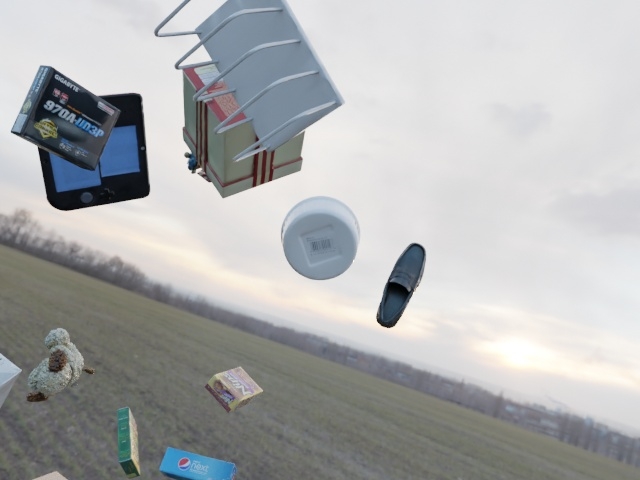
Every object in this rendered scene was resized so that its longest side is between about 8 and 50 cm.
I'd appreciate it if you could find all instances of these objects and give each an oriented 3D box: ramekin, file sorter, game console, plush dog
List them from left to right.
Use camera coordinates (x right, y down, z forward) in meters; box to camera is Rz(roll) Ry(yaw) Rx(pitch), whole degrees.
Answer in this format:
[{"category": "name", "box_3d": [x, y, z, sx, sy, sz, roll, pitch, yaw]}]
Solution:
[{"category": "plush dog", "box_3d": [-0.969, 0.490, 2.217, 0.210, 0.262, 0.225, 26, 10, -6]}, {"category": "game console", "box_3d": [-0.744, -0.290, 1.983, 0.341, 0.387, 0.060, -10, 35, -23]}, {"category": "file sorter", "box_3d": [-0.130, -0.305, 1.075, 0.192, 0.278, 0.173, -27, 8, 32]}, {"category": "ramekin", "box_3d": [0.000, 0.000, 2.016, 0.277, 0.277, 0.135, 18, 17, -5]}]

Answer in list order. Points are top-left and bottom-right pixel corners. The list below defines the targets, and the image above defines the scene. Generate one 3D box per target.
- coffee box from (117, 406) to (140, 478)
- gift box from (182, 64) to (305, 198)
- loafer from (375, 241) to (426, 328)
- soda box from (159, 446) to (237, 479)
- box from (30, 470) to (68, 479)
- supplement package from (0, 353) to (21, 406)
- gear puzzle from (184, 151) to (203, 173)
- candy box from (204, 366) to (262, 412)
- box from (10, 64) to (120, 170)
[{"category": "coffee box", "box_3d": [-0.594, 0.627, 1.861, 0.040, 0.184, 0.113, -12, -48, -10]}, {"category": "gift box", "box_3d": [-0.186, -0.286, 1.453, 0.255, 0.276, 0.258, -18, -33, -23]}, {"category": "loafer", "box_3d": [0.197, 0.106, 1.438, 0.076, 0.223, 0.078, 24, -10, 10]}, {"category": "soda box", "box_3d": [-0.354, 0.669, 1.751, 0.210, 0.071, 0.067, 11, -35, 8]}, {"category": "box", "box_3d": [-0.739, 0.754, 1.689, 0.184, 0.103, 0.261, 37, -18, 3]}, {"category": "supplement package", "box_3d": [-0.653, 0.248, 0.988, 0.203, 0.194, 0.149, 38, 24, 1]}, {"category": "gear puzzle", "box_3d": [-0.334, -0.306, 1.852, 0.044, 0.176, 0.339, 18, -11, -35]}, {"category": "candy box", "box_3d": [-0.258, 0.446, 1.808, 0.109, 0.053, 0.186, 43, 10, 15]}, {"category": "box", "box_3d": [-0.609, -0.289, 1.451, 0.051, 0.175, 0.220, 16, -9, 30]}]
